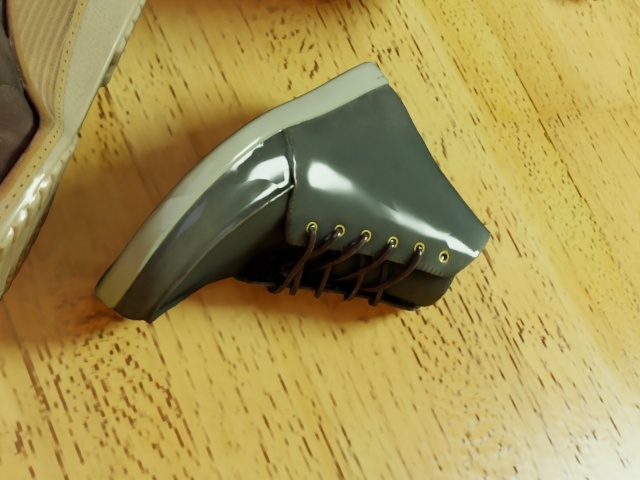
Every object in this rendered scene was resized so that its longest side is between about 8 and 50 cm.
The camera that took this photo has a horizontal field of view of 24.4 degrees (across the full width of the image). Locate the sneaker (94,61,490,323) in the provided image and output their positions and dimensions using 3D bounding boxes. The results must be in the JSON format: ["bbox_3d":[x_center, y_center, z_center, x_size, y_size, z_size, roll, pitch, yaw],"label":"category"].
[{"bbox_3d":[0.000,0.000,0.702,0.118,0.083,0.222,49,45,4],"label":"sneaker"}]

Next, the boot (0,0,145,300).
[{"bbox_3d":[-0.202,-0.076,0.632,0.207,0.090,0.248,24,47,-9],"label":"boot"}]
